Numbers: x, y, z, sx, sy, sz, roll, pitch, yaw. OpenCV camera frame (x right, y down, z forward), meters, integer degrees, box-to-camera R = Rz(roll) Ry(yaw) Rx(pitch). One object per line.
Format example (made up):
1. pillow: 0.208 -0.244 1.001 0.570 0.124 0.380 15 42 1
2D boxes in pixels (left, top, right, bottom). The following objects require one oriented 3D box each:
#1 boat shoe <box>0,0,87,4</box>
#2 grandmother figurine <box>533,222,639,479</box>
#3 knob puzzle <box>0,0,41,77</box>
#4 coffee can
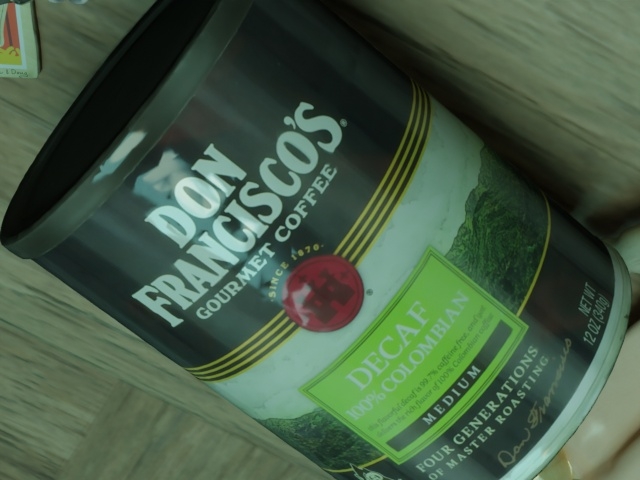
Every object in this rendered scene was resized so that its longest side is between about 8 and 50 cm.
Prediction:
1. boat shoe: -0.076 -0.173 0.718 0.335 0.112 0.095 -25 118 18
2. grandmother figurine: 0.256 0.048 0.841 0.207 0.104 0.342 20 130 -17
3. knob puzzle: -0.251 -0.174 0.803 0.213 0.030 0.213 5 127 7
4. coffee can: 0.000 0.000 0.783 0.275 0.202 0.201 38 123 -18
